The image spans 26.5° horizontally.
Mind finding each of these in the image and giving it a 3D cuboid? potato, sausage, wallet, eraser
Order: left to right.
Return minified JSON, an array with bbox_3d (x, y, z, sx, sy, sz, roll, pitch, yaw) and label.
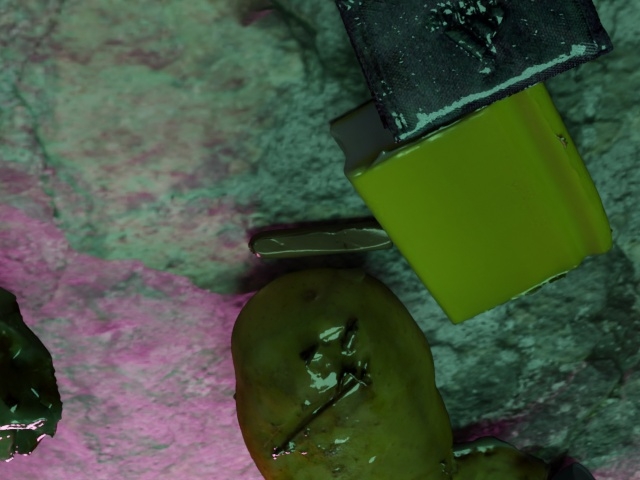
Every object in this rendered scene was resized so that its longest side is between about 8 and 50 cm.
[{"bbox_3d":[0.000,0.000,1.084,0.116,0.026,0.026,-5,135,-11],"label":"sausage"},{"bbox_3d":[0.021,0.149,1.157,0.172,0.140,0.300,-22,132,-1],"label":"potato"},{"bbox_3d":[0.104,-0.147,0.931,0.165,0.030,0.111,-22,102,6],"label":"wallet"},{"bbox_3d":[0.123,-0.041,1.050,0.158,0.069,0.226,-26,136,12],"label":"eraser"}]

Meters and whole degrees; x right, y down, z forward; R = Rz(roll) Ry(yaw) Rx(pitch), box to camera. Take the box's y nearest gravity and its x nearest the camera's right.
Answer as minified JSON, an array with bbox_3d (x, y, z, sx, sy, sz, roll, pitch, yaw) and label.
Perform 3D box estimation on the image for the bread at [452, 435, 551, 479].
[{"bbox_3d":[0.122,0.307,1.325,0.251,0.174,0.133,-20,152,6],"label":"bread"}]

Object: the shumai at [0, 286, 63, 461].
[{"bbox_3d":[-0.320,0.133,0.964,0.261,0.225,0.222,-47,119,-1],"label":"shumai"}]

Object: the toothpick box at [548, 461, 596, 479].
[{"bbox_3d":[0.225,0.310,1.409,0.153,0.101,0.101,-36,133,16],"label":"toothpick box"}]
